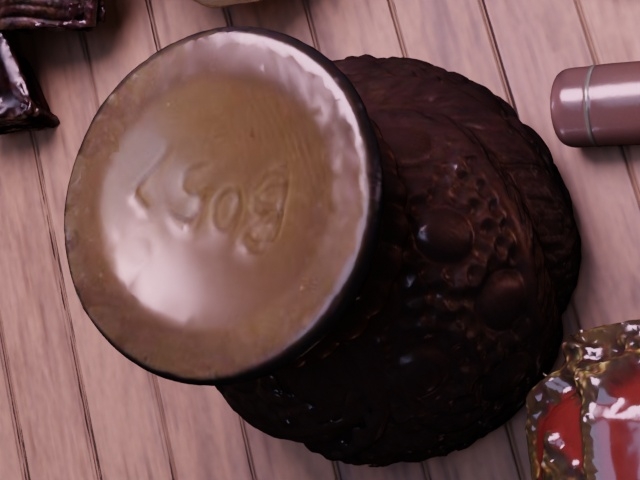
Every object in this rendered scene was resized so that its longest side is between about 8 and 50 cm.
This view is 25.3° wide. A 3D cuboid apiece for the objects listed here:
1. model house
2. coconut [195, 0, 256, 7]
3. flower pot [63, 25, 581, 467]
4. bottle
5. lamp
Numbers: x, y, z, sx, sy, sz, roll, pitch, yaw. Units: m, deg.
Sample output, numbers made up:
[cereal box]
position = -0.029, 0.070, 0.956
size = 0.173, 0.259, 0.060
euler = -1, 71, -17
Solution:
[model house]
position = -0.238, -0.180, 1.098
size = 0.164, 0.141, 0.203
euler = 21, 112, 5
[coconut]
position = -0.063, -0.261, 0.986
size = 0.171, 0.171, 0.183
euler = 46, 109, 25
[flower pot]
position = 0.000, 0.000, 0.855
size = 0.267, 0.267, 0.266
euler = -4, 80, 24
[bottle]
position = 0.215, -0.087, 0.885
size = 0.140, 0.053, 0.053
euler = -2, 80, 25
[lamp]
position = 0.203, 0.178, 0.785
size = 0.177, 0.177, 0.274
euler = -13, 76, 23
